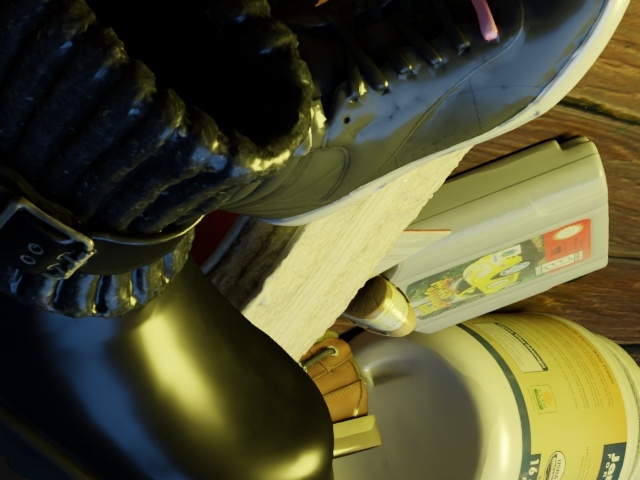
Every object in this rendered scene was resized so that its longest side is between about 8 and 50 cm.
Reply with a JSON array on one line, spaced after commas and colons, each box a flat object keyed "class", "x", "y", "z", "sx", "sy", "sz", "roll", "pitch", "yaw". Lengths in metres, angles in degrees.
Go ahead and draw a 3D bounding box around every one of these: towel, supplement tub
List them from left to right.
[{"class": "towel", "x": 0.000, "y": 0.000, "z": 1.202, "sx": 0.282, "sy": 0.049, "sz": 0.187, "roll": -52, "pitch": 163, "yaw": 1}, {"class": "supplement tub", "x": 0.165, "y": 0.183, "z": 1.903, "sx": 0.228, "sy": 0.228, "sz": 0.316, "roll": -31, "pitch": 161, "yaw": 34}]

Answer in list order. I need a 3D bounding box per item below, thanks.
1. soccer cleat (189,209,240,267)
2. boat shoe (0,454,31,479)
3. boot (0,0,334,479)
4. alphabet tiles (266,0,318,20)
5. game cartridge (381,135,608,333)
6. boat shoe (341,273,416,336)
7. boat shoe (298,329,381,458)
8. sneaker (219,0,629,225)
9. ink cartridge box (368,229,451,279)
[{"class": "soccer cleat", "x": -0.213, "y": 0.024, "z": 1.189, "sx": 0.331, "sy": 0.116, "sz": 0.143, "roll": -19, "pitch": -174, "yaw": -10}, {"class": "boat shoe", "x": -0.299, "y": 0.164, "z": 1.529, "sx": 0.341, "sy": 0.121, "sz": 0.110, "roll": -24, "pitch": -159, "yaw": 22}, {"class": "boot", "x": -0.071, "y": 0.002, "z": 0.906, "sx": 0.348, "sy": 0.131, "sz": 0.260, "roll": 33, "pitch": 130, "yaw": -24}, {"class": "alphabet tiles", "x": -0.095, "y": -0.127, "z": 0.939, "sx": 0.237, "sy": 0.009, "sz": 0.198, "roll": -13, "pitch": 157, "yaw": -22}, {"class": "game cartridge", "x": 0.137, "y": 0.004, "z": 1.608, "sx": 0.196, "sy": 0.060, "sz": 0.294, "roll": -17, "pitch": 164, "yaw": 4}, {"class": "boat shoe", "x": 0.032, "y": 0.044, "z": 1.506, "sx": 0.050, "sy": 0.045, "sz": 0.135, "roll": -50, "pitch": -156, "yaw": 1}, {"class": "boat shoe", "x": -0.090, "y": 0.130, "z": 1.450, "sx": 0.111, "sy": 0.104, "sz": 0.307, "roll": -22, "pitch": 169, "yaw": 42}, {"class": "sneaker", "x": 0.020, "y": -0.089, "z": 0.981, "sx": 0.296, "sy": 0.104, "sz": 0.147, "roll": -33, "pitch": 162, "yaw": 34}, {"class": "ink cartridge box", "x": -0.082, "y": 0.021, "z": 1.382, "sx": 0.239, "sy": 0.060, "sz": 0.275, "roll": -33, "pitch": 160, "yaw": 35}]
